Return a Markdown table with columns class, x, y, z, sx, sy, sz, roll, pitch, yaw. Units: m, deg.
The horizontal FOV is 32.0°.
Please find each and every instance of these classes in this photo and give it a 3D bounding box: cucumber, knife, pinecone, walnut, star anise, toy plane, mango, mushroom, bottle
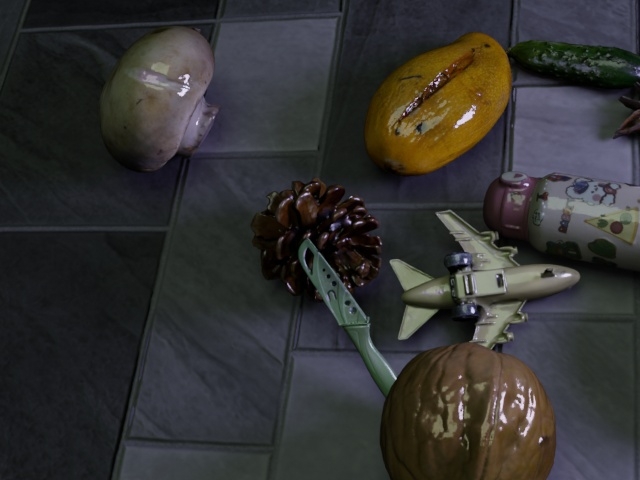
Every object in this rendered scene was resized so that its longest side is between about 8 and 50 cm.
| class | x | y | z | sx | sy | sz | roll | pitch | yaw |
| --- | --- | --- | --- | --- | --- | --- | --- | --- | --- |
| cucumber | 0.393 | -0.275 | 1.724 | 0.227 | 0.069 | 0.069 | 15 | 64 | 25 |
| knife | 0.053 | 0.123 | 1.515 | 0.043 | 0.020 | 0.293 | -35 | 87 | 15 |
| pinecone | -0.001 | 0.001 | 1.608 | 0.179 | 0.150 | 0.195 | -41 | 63 | -17 |
| walnut | 0.182 | 0.241 | 1.384 | 0.227 | 0.228 | 0.228 | -6 | 58 | 11 |
| star anise | 0.503 | -0.200 | 1.651 | 0.124 | 0.056 | 0.129 | 13 | 79 | 18 |
| toy plane | 0.228 | 0.065 | 1.546 | 0.256 | 0.104 | 0.242 | -11 | 72 | 16 |
| mango | 0.185 | -0.217 | 1.708 | 0.177 | 0.120 | 0.295 | 35 | 73 | 27 |
| mushroom | -0.251 | -0.230 | 1.783 | 0.184 | 0.255 | 0.255 | 32 | 67 | -8 |
| bottle | 0.352 | -0.033 | 1.553 | 0.253 | 0.120 | 0.120 | 12 | 63 | 21 |
